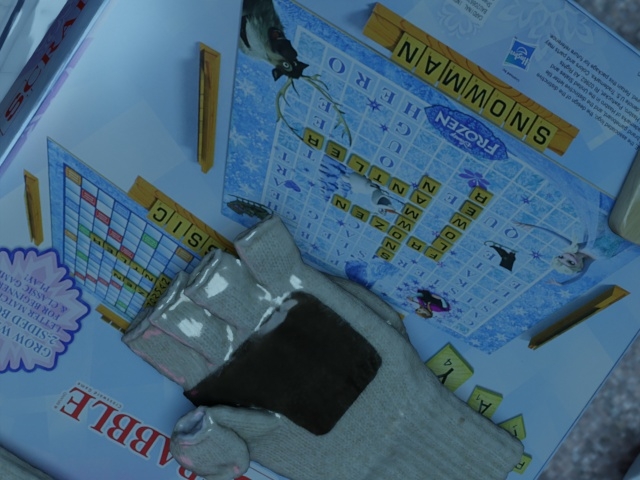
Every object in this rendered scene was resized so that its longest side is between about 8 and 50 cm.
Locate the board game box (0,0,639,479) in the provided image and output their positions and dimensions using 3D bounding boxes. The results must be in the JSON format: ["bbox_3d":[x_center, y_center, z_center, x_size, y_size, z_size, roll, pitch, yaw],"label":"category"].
[{"bbox_3d":[0.000,0.000,0.795,0.319,0.066,0.318,33,95,-23],"label":"board game box"}]

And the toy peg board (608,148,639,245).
[{"bbox_3d":[0.245,-0.043,0.775,0.161,0.079,0.161,21,98,-18],"label":"toy peg board"}]

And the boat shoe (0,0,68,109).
[{"bbox_3d":[-0.132,-0.119,0.810,0.076,0.083,0.226,30,99,21],"label":"boat shoe"}]

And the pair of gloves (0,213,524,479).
[{"bbox_3d":[-0.044,0.124,0.762,0.240,0.042,0.204,-43,114,2],"label":"pair of gloves"}]

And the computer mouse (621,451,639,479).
[{"bbox_3d":[0.185,0.135,0.861,0.193,0.042,0.106,-38,92,-19],"label":"computer mouse"}]
